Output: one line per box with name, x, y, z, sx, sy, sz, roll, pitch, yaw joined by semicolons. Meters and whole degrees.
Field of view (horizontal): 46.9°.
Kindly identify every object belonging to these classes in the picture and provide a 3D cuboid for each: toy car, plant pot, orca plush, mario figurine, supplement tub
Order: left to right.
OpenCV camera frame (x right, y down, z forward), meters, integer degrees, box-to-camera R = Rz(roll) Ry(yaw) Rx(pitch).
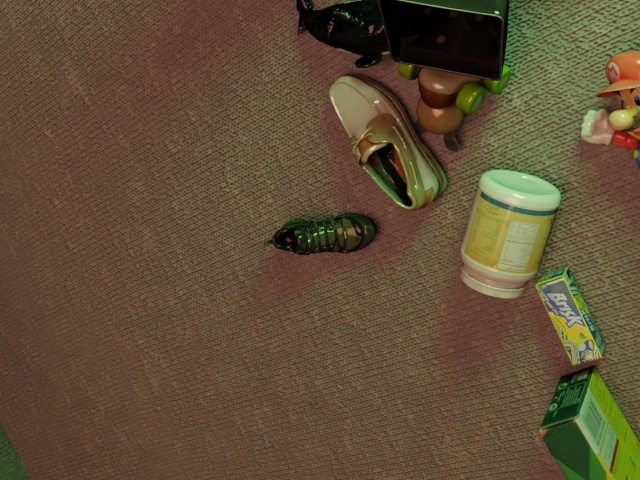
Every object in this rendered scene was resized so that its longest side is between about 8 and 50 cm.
orca plush;0.050;-0.413;1.334;0.287;0.102;0.151;35;98;34
toy car;0.228;-0.248;1.326;0.155;0.149;0.188;37;148;25
plant pot;0.214;-0.382;1.159;0.187;0.188;0.167;15;76;17
supplement tub;0.333;-0.012;1.321;0.144;0.144;0.199;21;116;21
mario figurine;0.517;-0.140;1.164;0.198;0.170;0.320;-19;99;34

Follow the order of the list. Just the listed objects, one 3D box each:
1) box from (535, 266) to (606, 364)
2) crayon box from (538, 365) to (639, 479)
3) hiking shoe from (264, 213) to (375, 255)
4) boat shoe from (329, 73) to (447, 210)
box;0.461;0.139;1.359;0.059;0.054;0.169;-24;95;32
crayon box;0.525;0.416;1.335;0.081;0.202;0.318;-30;91;33
hiking shoe;0.000;0.000;1.522;0.227;0.114;0.086;-5;105;30
boat shoe;0.114;-0.188;1.393;0.302;0.103;0.113;49;135;6
